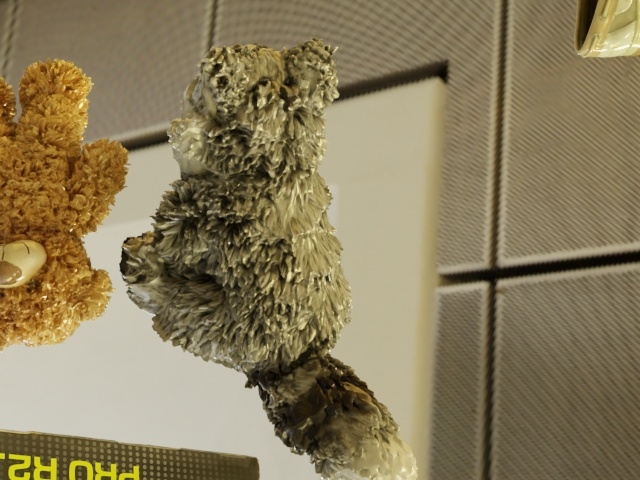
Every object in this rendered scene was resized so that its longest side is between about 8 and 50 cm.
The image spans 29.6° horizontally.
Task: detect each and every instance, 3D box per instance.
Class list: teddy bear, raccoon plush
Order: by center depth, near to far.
[{"bbox_3d":[0.000,0.000,1.216,0.446,0.216,0.299,39,-54,16],"label":"raccoon plush"},{"bbox_3d":[-0.325,-0.055,1.310,0.245,0.113,0.337,9,-115,-1],"label":"teddy bear"}]

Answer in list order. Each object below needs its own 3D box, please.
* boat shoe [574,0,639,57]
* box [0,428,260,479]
[{"bbox_3d":[0.188,-0.198,0.805,0.056,0.048,0.152,-165,-110,-71],"label":"boat shoe"},{"bbox_3d":[-0.196,0.149,0.606,0.270,0.216,0.060,-22,-117,41],"label":"box"}]
